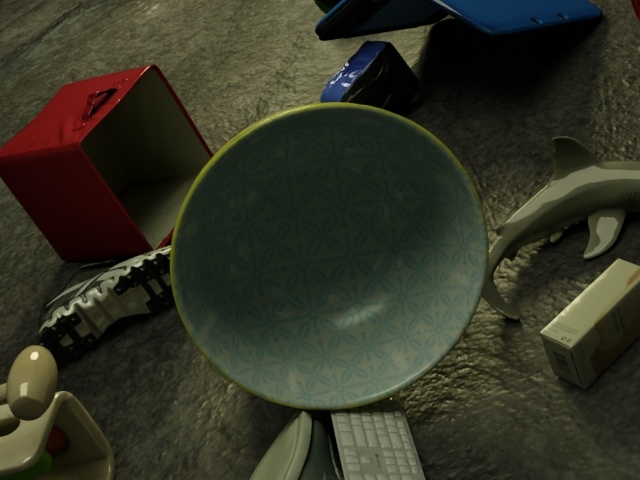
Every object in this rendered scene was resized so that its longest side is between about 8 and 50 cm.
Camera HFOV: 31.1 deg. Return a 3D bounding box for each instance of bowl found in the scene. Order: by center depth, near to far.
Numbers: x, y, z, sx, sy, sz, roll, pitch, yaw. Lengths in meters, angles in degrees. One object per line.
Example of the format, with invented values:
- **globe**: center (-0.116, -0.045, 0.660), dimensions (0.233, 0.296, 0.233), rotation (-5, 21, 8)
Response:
- **bowl**: center (0.000, 0.000, 1.100), dimensions (0.290, 0.289, 0.156), rotation (-27, 18, -1)

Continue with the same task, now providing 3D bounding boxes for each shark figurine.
- **shark figurine**: center (0.244, -0.044, 1.199), dimensions (0.278, 0.116, 0.166), rotation (-26, 31, -4)

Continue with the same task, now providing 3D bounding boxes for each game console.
- **game console**: center (0.187, -0.297, 1.562), dimensions (0.293, 0.173, 0.250), rotation (-18, -12, -46)

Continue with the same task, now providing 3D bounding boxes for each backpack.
- **backpack**: center (0.059, -0.196, 1.555), dimensions (0.120, 0.098, 0.101), rotation (-53, 29, -16)

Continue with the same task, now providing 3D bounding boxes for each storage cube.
- **storage cube**: center (-0.289, -0.103, 1.559), dimensions (0.193, 0.215, 0.183), rotation (-5, 38, 39)

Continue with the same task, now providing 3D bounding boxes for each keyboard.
- **keyboard**: center (0.046, 0.169, 1.069), dimensions (0.072, 0.014, 0.256), rotation (9, 24, -12)

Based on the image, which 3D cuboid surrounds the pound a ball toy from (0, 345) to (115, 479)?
- **pound a ball toy**: center (-0.357, 0.208, 1.166), dimensions (0.319, 0.208, 0.135), rotation (-16, 34, 17)

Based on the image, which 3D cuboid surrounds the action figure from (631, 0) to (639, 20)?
- **action figure**: center (0.531, -0.397, 1.479), dimensions (0.280, 0.139, 0.091), rotation (-28, 34, -8)

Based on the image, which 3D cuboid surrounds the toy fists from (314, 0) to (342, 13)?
- **toy fists**: center (0.120, -0.446, 1.865), dimensions (0.279, 0.096, 0.142), rotation (-10, 43, 21)

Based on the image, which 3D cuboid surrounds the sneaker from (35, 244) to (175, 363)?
- **sneaker**: center (-0.254, 0.056, 1.428), dimensions (0.234, 0.078, 0.106), rotation (-31, 35, -4)

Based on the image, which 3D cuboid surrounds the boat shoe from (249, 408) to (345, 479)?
- **boat shoe**: center (-0.012, 0.262, 0.982), dimensions (0.116, 0.099, 0.319), rotation (-55, 12, 21)

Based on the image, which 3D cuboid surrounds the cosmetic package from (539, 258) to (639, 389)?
- **cosmetic package**: center (0.261, 0.077, 1.064), dimensions (0.115, 0.060, 0.041), rotation (-41, 36, -19)
